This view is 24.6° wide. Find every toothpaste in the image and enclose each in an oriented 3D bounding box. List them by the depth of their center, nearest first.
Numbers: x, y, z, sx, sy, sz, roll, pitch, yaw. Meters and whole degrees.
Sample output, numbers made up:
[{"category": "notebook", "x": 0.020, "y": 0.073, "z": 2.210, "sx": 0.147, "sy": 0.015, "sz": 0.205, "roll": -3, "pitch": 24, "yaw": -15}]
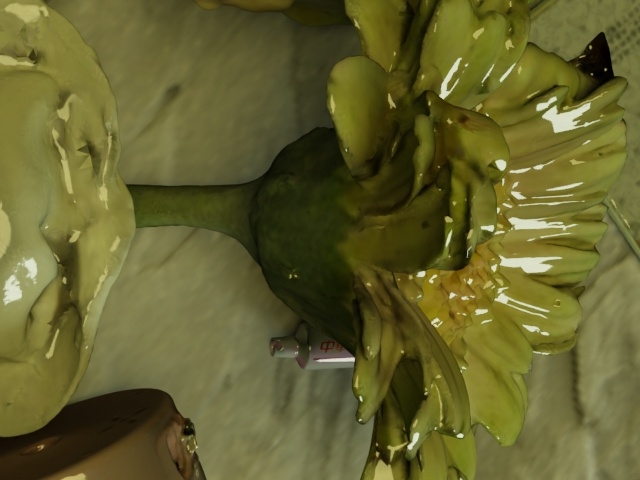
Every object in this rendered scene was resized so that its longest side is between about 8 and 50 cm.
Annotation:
[{"category": "toothpaste", "x": 0.052, "y": 0.061, "z": 0.889, "sx": 0.169, "sy": 0.028, "sz": 0.045, "roll": -1, "pitch": 86, "yaw": -18}]

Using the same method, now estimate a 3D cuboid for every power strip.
[{"category": "power strip", "x": -0.132, "y": 0.141, "z": 0.777, "sx": 0.154, "sy": 0.154, "sz": 0.078, "roll": -22, "pitch": 99, "yaw": -14}]

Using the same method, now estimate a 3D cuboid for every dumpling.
[{"category": "dumpling", "x": -0.180, "y": -0.003, "z": 0.757, "sx": 0.162, "sy": 0.132, "sz": 0.250, "roll": 23, "pitch": 92, "yaw": -9}]

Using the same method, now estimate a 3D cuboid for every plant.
[{"category": "plant", "x": 0.047, "y": -0.007, "z": 0.779, "sx": 0.261, "sy": 0.297, "sz": 0.306, "roll": -17, "pitch": 114, "yaw": -29}]

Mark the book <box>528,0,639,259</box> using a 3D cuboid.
[{"category": "book", "x": 0.277, "y": -0.067, "z": 0.948, "sx": 0.217, "sy": 0.021, "sz": 0.310, "roll": -39, "pitch": 105, "yaw": -10}]

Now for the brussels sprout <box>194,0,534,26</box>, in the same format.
[{"category": "brussels sprout", "x": 0.054, "y": -0.245, "z": 0.734, "sx": 0.344, "sy": 0.268, "sz": 0.344, "roll": -6, "pitch": 107, "yaw": -19}]
